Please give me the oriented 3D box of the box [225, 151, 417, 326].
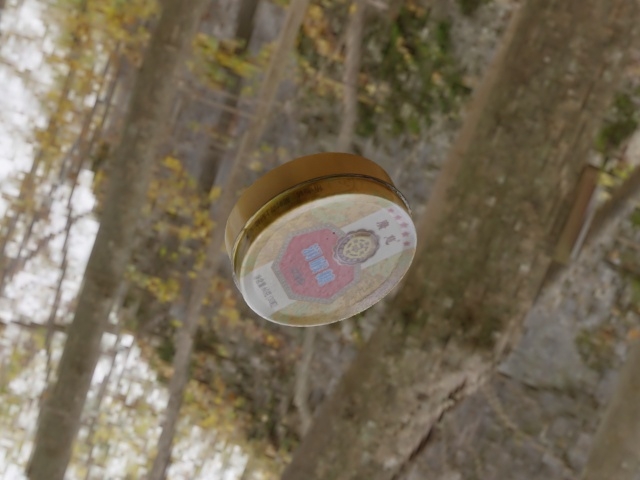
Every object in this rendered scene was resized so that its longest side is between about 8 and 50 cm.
[{"bbox_3d":[0.000,0.000,0.758,0.106,0.105,0.037,9,-141,-32],"label":"box"}]
